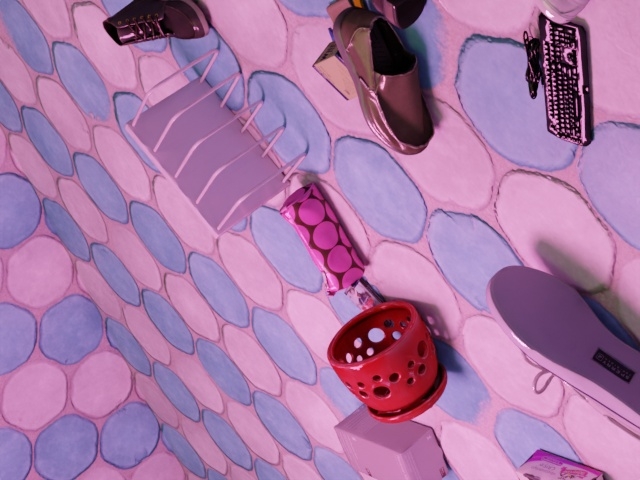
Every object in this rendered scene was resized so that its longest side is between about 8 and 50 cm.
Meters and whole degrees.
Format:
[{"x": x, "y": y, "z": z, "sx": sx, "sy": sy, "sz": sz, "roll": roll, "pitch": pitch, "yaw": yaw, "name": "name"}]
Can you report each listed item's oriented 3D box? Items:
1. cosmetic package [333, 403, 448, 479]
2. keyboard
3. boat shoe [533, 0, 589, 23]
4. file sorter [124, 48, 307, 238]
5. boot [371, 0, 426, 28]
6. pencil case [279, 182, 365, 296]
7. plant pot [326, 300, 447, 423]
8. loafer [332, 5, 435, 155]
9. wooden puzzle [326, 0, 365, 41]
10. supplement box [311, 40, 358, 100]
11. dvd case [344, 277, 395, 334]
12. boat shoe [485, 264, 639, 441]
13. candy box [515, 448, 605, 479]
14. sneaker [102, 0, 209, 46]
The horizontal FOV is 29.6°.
[{"x": 0.151, "y": 0.448, "z": 2.598, "sx": 0.238, "sy": 0.107, "sz": 0.127, "roll": 12, "pitch": 131, "yaw": 57, "name": "cosmetic package"}, {"x": 0.308, "y": -0.208, "z": 1.607, "sx": 0.100, "sy": 0.038, "sz": 0.192, "roll": 28, "pitch": 144, "yaw": 40, "name": "keyboard"}, {"x": 0.261, "y": -0.350, "z": 1.482, "sx": 0.184, "sy": 0.066, "sz": 0.063, "roll": 54, "pitch": 140, "yaw": 2, "name": "boat shoe"}, {"x": -0.191, "y": -0.190, "z": 2.257, "sx": 0.277, "sy": 0.193, "sz": 0.173, "roll": 50, "pitch": 151, "yaw": 4, "name": "file sorter"}, {"x": 0.042, "y": -0.429, "z": 1.699, "sx": 0.229, "sy": 0.091, "sz": 0.263, "roll": 37, "pitch": 152, "yaw": 26, "name": "boot"}, {"x": 0.000, "y": 0.000, "z": 2.288, "sx": 0.209, "sy": 0.098, "sz": 0.095, "roll": 58, "pitch": 153, "yaw": -10, "name": "pencil case"}, {"x": 0.131, "y": 0.236, "z": 2.269, "sx": 0.191, "sy": 0.191, "sz": 0.174, "roll": 6, "pitch": 131, "yaw": 56, "name": "plant pot"}, {"x": 0.105, "y": -0.236, "z": 1.824, "sx": 0.087, "sy": 0.094, "sz": 0.251, "roll": 7, "pitch": 134, "yaw": 57, "name": "loafer"}, {"x": 0.044, "y": -0.342, "z": 1.891, "sx": 0.116, "sy": 0.014, "sz": 0.078, "roll": 1, "pitch": 120, "yaw": 57, "name": "wooden puzzle"}, {"x": 0.048, "y": -0.273, "z": 1.897, "sx": 0.083, "sy": 0.056, "sz": 0.083, "roll": 43, "pitch": 157, "yaw": -18, "name": "supplement box"}, {"x": 0.099, "y": 0.126, "z": 2.380, "sx": 0.119, "sy": 0.013, "sz": 0.087, "roll": 48, "pitch": 153, "yaw": 11, "name": "dvd case"}, {"x": 0.400, "y": 0.189, "z": 1.867, "sx": 0.367, "sy": 0.136, "sz": 0.156, "roll": 35, "pitch": 153, "yaw": 12, "name": "boat shoe"}, {"x": 0.465, "y": 0.505, "z": 2.198, "sx": 0.159, "sy": 0.071, "sz": 0.233, "roll": 13, "pitch": 135, "yaw": 52, "name": "candy box"}, {"x": -0.307, "y": -0.397, "z": 2.264, "sx": 0.222, "sy": 0.118, "sz": 0.083, "roll": 21, "pitch": 140, "yaw": 47, "name": "sneaker"}]
